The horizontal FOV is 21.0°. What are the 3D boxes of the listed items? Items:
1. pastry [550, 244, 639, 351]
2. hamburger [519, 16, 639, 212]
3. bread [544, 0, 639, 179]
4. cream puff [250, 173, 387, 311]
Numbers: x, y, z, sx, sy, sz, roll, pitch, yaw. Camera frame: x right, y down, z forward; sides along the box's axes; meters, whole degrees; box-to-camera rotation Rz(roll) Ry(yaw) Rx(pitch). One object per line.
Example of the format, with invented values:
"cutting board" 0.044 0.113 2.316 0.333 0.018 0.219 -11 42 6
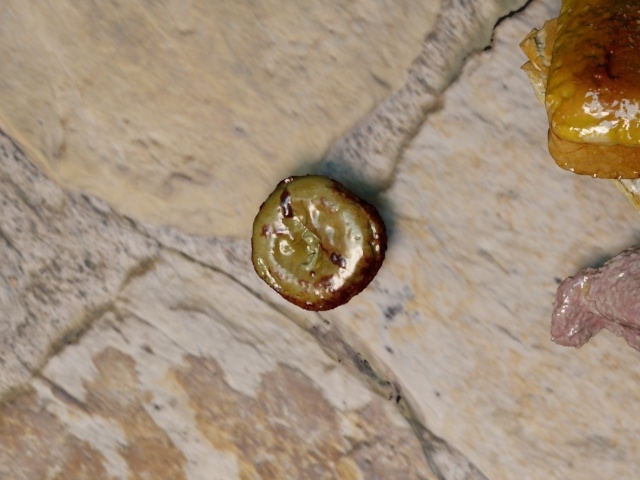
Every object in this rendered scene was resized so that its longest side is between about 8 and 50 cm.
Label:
"pastry" 0.348 0.075 1.695 0.265 0.103 0.112 17 58 44
"hamburger" 0.325 -0.123 1.685 0.156 0.144 0.283 -41 83 8
"bread" 0.309 -0.222 1.596 0.185 0.109 0.380 4 54 9
"cream puff" 0.000 0.000 1.817 0.149 0.084 0.149 1 93 16
